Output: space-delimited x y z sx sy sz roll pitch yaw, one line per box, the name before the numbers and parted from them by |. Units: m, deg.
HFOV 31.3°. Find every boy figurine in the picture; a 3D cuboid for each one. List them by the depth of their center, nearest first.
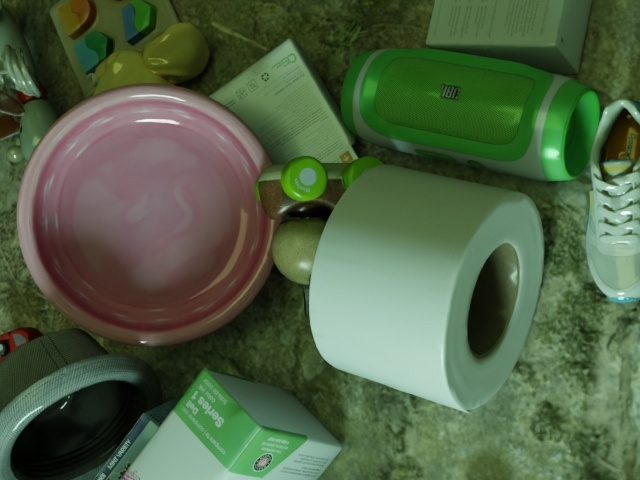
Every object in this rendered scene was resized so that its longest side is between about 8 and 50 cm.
boy figurine | -0.276 -0.207 1.658 0.285 0.092 0.177 -49 58 7

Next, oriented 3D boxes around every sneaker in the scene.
sneaker | 0.333 -0.045 1.271 0.088 0.092 0.228 -2 75 27

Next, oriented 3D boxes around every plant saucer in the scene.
plant saucer | -0.215 -0.032 1.462 0.332 0.084 0.332 0 90 -6

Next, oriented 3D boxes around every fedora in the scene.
fedora | -0.332 0.211 1.454 0.244 0.275 0.124 -27 58 -20

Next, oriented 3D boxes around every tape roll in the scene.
tape roll | 0.122 0.048 1.270 0.169 0.246 0.246 16 83 31

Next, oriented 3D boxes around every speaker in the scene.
speaker | 0.176 -0.154 1.371 0.297 0.131 0.131 15 83 32

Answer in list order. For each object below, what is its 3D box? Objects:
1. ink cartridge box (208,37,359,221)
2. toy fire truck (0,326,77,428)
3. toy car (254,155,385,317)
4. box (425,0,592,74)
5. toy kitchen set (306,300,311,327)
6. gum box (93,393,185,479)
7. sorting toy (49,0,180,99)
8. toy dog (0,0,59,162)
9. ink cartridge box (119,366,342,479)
ink cartridge box | -0.068 -0.118 1.531 0.223 0.045 0.224 -32 77 17
toy fire truck | -0.392 0.205 1.623 0.135 0.047 0.192 -21 65 22
toy car | 0.000 0.000 1.369 0.155 0.149 0.188 172 97 -73
box | 0.234 -0.280 1.396 0.171 0.091 0.130 8 79 31
toy kitchen set | 0.011 0.064 1.425 0.083 0.075 0.068 -10 69 22
gum box | -0.224 0.275 1.430 0.041 0.184 0.157 39 95 8
sorting toy | -0.323 -0.344 1.755 0.193 0.038 0.208 -33 62 17
toy dog | -0.519 -0.254 1.756 0.161 0.220 0.333 -25 53 -4
ink cartridge box | -0.134 0.306 1.359 0.117 0.201 0.278 41 97 31
